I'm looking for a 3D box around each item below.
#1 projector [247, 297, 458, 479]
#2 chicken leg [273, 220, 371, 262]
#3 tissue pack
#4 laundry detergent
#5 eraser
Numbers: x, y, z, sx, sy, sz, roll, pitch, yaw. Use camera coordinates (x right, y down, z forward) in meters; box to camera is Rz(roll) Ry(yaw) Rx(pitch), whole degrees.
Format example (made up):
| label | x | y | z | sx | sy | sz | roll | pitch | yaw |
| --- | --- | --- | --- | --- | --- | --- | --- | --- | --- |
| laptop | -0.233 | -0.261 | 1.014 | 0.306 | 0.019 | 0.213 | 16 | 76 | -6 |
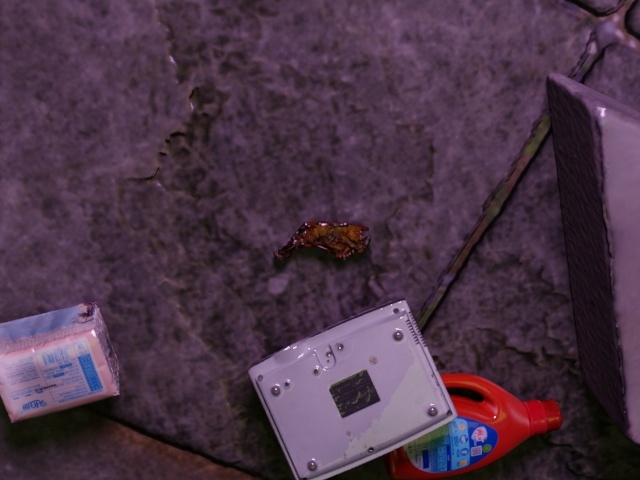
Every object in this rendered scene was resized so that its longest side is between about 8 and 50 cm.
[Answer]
| label | x | y | z | sx | sy | sz | roll | pitch | yaw |
| --- | --- | --- | --- | --- | --- | --- | --- | --- | --- |
| projector | 0.027 | 0.127 | 0.959 | 0.147 | 0.061 | 0.115 | -24 | 86 | 1 |
| chicken leg | 0.001 | -0.002 | 0.945 | 0.083 | 0.021 | 0.036 | -5 | 123 | -6 |
| tissue pack | -0.217 | 0.100 | 0.933 | 0.094 | 0.058 | 0.074 | -14 | 116 | -2 |
| laundry detergent | 0.136 | 0.162 | 1.023 | 0.165 | 0.049 | 0.097 | -9 | 107 | -8 |
| eraser | 0.261 | 0.030 | 0.949 | 0.077 | 0.111 | 0.352 | -14 | 114 | -2 |
